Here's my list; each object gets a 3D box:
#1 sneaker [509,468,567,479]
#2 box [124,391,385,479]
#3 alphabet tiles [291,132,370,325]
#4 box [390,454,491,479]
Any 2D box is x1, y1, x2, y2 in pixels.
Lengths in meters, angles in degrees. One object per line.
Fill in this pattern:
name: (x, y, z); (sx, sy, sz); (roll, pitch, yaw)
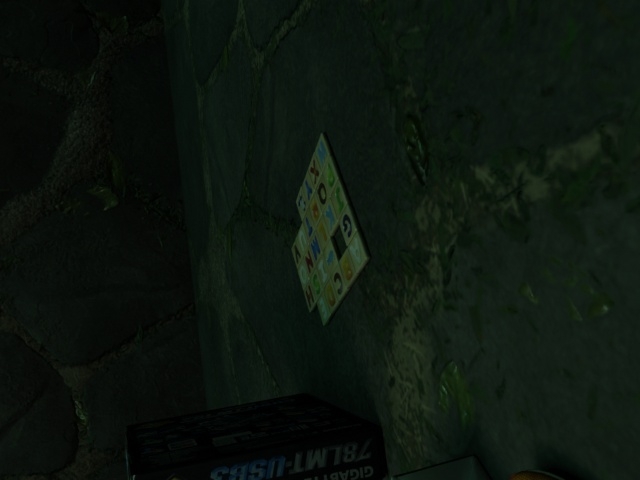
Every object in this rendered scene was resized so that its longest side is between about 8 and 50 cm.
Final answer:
sneaker: (0.166, 0.213, 0.337); (0.175, 0.068, 0.064); (-128, 36, -57)
box: (-0.108, 0.281, 0.754); (0.293, 0.296, 0.073); (158, 107, -68)
alphabet tiles: (0.000, 0.000, 0.794); (0.237, 0.009, 0.198); (116, 142, -54)
box: (0.107, 0.357, 0.504); (0.169, 0.087, 0.289); (-120, 31, -47)
